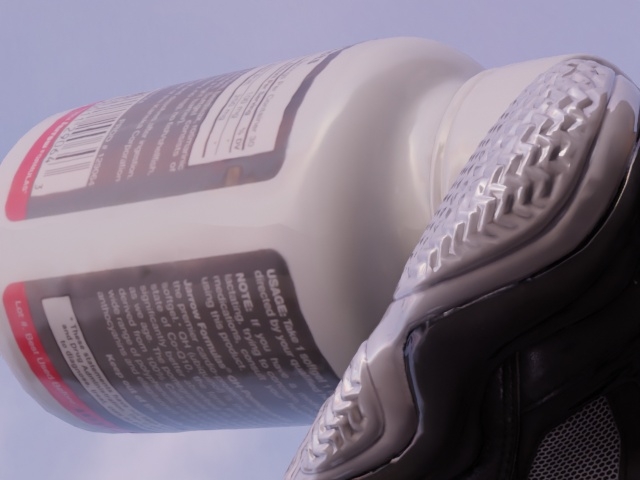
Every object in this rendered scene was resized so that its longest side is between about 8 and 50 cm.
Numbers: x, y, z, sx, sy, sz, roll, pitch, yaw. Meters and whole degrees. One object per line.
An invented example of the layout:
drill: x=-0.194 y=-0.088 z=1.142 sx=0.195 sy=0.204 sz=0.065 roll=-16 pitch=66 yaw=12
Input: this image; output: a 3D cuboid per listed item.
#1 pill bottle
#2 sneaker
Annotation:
pill bottle: x=0.000 y=0.000 z=0.866 sx=0.318 sy=0.176 sz=0.176 roll=-7 pitch=-52 yaw=40
sneaker: x=0.066 y=0.087 z=0.525 sx=0.153 sy=0.101 sz=0.268 roll=30 pitch=-54 yaw=2
